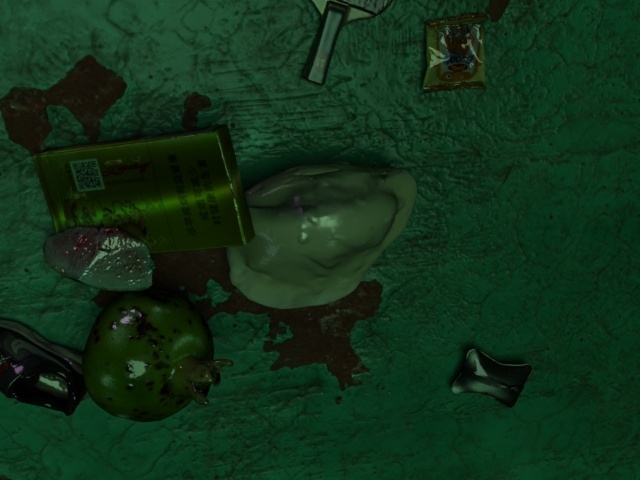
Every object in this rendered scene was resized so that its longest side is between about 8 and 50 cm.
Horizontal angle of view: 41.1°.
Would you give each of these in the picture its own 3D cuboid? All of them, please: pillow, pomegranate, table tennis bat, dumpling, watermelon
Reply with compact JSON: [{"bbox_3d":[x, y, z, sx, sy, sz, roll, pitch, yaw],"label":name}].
[{"bbox_3d":[0.306,0.246,1.519,0.136,0.055,0.091,18,134,-13],"label":"pillow"},{"bbox_3d":[-0.243,0.185,1.296,0.211,0.263,0.211,-31,132,-43],"label":"pomegranate"},{"bbox_3d":[0.034,-0.384,1.293,0.173,0.022,0.301,17,100,-15],"label":"table tennis bat"},{"bbox_3d":[0.000,0.000,1.309,0.318,0.187,0.243,-6,110,-1],"label":"dumpling"},{"bbox_3d":[-0.339,0.026,1.261,0.180,0.081,0.094,2,89,12],"label":"watermelon"}]

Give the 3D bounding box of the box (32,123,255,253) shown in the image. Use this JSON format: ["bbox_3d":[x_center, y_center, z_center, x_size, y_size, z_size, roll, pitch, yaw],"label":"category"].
[{"bbox_3d":[-0.259,-0.066,1.244,0.311,0.043,0.173,-5,110,21],"label":"box"}]

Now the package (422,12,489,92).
[{"bbox_3d":[0.213,-0.295,1.348,0.108,0.031,0.120,-6,108,-9],"label":"package"}]

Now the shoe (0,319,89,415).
[{"bbox_3d":[-0.457,0.201,1.321,0.227,0.112,0.099,24,102,-19],"label":"shoe"}]
